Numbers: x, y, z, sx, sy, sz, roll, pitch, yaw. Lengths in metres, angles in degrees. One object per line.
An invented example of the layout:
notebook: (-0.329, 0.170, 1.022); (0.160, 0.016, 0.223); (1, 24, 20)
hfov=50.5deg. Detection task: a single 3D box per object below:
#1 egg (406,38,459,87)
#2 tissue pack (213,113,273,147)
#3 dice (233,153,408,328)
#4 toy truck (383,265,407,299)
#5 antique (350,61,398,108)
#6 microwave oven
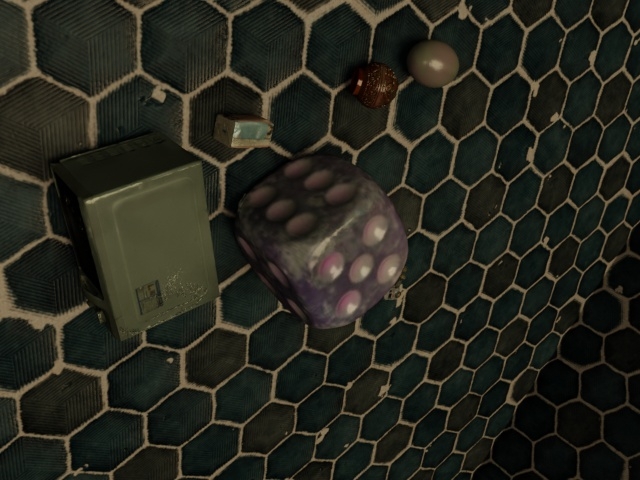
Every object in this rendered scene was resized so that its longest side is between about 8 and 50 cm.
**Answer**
egg: (0.251, -0.397, 1.521); (0.135, 0.103, 0.103); (8, 111, -42)
tissue pack: (-0.148, -0.213, 1.316); (0.095, 0.074, 0.058); (-8, 118, -41)
dice: (0.000, 0.000, 1.435); (0.270, 0.270, 0.271); (-39, 135, -16)
toy truck: (0.187, 0.100, 1.822); (0.063, 0.052, 0.123); (-7, 119, -33)
antique: (0.118, -0.331, 1.452); (0.104, 0.104, 0.104); (-21, 128, -30)
microwave oven: (-0.326, -0.014, 1.212); (0.238, 0.181, 0.295); (-25, 130, -30)
